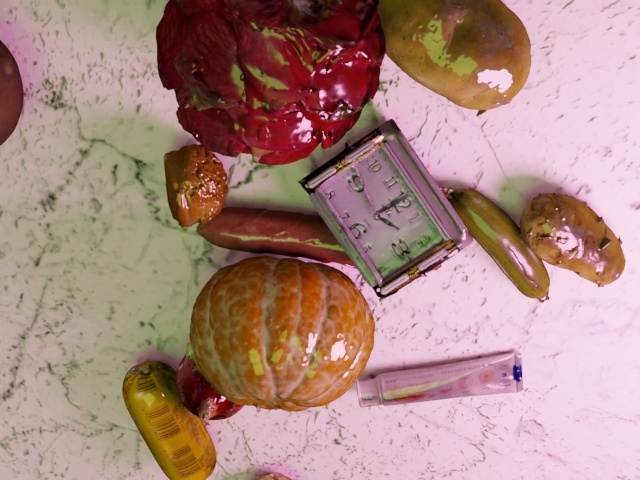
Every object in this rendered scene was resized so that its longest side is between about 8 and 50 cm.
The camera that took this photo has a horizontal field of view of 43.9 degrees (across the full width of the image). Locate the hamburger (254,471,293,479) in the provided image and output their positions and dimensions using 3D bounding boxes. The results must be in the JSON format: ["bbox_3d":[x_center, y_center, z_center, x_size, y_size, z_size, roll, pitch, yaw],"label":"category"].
[{"bbox_3d":[-0.117,0.559,1.764,0.176,0.087,0.102,-31,103,31],"label":"hamburger"}]

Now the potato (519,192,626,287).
[{"bbox_3d":[0.428,0.000,1.334,0.226,0.090,0.117,32,99,-23],"label":"potato"}]

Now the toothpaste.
[{"bbox_3d":[0.233,0.278,1.558,0.323,0.066,0.100,-8,117,5],"label":"toothpaste"}]

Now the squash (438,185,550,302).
[{"bbox_3d":[0.313,0.007,1.364,0.080,0.071,0.318,-34,113,33],"label":"squash"}]

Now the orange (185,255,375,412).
[{"bbox_3d":[-0.067,0.167,1.378,0.330,0.249,0.329,7,159,3],"label":"orange"}]

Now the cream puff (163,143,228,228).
[{"bbox_3d":[-0.205,-0.094,1.319,0.103,0.126,0.143,-9,129,-6],"label":"cream puff"}]

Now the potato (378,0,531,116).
[{"bbox_3d":[0.190,-0.294,1.144,0.248,0.143,0.169,29,83,-8],"label":"potato"}]

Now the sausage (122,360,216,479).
[{"bbox_3d":[-0.307,0.381,1.637,0.123,0.123,0.347,-11,121,12],"label":"sausage"}]

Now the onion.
[{"bbox_3d":[-0.204,0.282,1.522,0.160,0.195,0.159,-1,115,-2],"label":"onion"}]

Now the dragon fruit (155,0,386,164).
[{"bbox_3d":[-0.063,-0.260,1.082,0.330,0.329,0.329,2,123,4],"label":"dragon fruit"}]

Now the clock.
[{"bbox_3d":[0.104,-0.050,1.290,0.186,0.083,0.253,-33,93,7],"label":"clock"}]

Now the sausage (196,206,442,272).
[{"bbox_3d":[0.001,-0.001,1.384,0.434,0.088,0.087,9,123,0],"label":"sausage"}]

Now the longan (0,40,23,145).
[{"bbox_3d":[-0.586,-0.235,1.194,0.258,0.258,0.258,2,123,4],"label":"longan"}]
